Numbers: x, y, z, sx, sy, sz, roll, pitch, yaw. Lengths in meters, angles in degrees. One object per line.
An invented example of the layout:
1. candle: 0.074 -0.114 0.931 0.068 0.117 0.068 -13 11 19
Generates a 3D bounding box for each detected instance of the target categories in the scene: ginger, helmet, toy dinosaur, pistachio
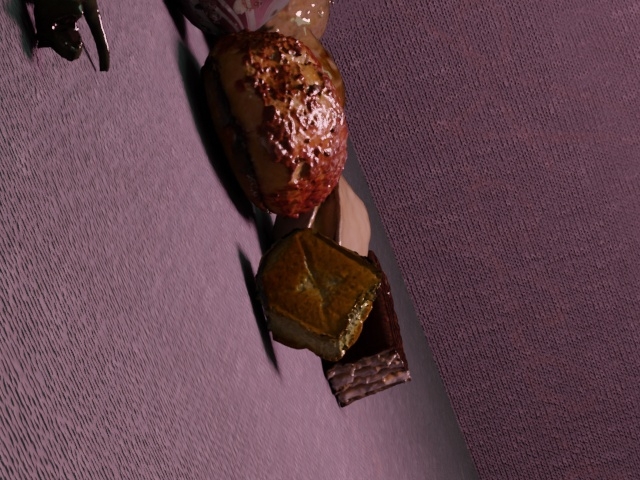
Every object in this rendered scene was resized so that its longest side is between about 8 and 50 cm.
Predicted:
1. ginger: -0.056 -0.257 2.222 0.256 0.176 0.375 95 -21 -67
2. helmet: -0.132 -0.312 1.994 0.177 0.107 0.153 34 -1 -33
3. toy dinosaur: -0.219 -0.186 1.336 0.187 0.087 0.179 -73 -177 -54
4. pistachio: 0.000 0.000 2.082 0.223 0.126 0.152 -81 179 -52

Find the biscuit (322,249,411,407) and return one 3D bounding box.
1. biscuit: 0.053 0.120 2.251 0.252 0.106 0.070 -101 168 -55

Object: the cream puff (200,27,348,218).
1. cream puff: -0.051 -0.147 1.970 0.240 0.164 0.240 -15 90 -81

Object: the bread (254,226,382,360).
1. bread: -0.009 0.061 1.838 0.128 0.140 0.069 -58 166 -26
